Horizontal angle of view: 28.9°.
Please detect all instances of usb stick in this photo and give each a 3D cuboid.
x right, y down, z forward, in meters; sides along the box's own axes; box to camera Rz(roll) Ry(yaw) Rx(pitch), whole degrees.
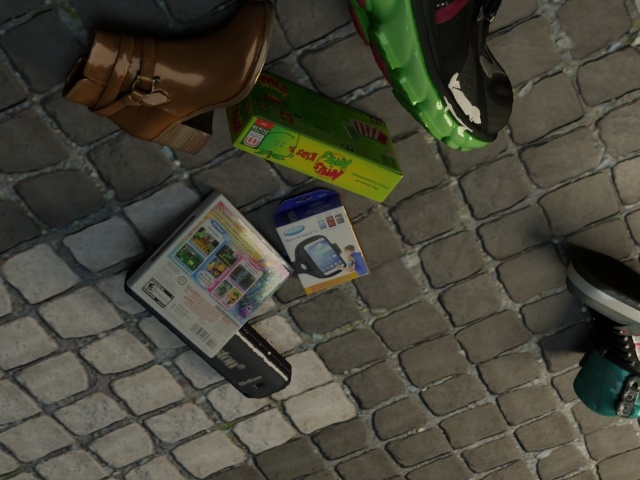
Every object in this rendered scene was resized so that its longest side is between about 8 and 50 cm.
[{"bbox_3d":[-0.129,0.106,1.481,0.077,0.045,0.278,-29,133,14],"label":"usb stick"}]

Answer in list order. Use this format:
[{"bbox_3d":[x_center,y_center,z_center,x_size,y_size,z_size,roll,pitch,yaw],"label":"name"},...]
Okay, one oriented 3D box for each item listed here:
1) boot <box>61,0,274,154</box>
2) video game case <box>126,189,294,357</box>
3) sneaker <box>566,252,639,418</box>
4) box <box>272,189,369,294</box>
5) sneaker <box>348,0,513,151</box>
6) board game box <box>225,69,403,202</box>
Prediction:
[{"bbox_3d":[-0.146,-0.174,1.191,0.152,0.073,0.197,22,122,-26],"label":"boot"},{"bbox_3d":[-0.121,0.040,1.398,0.143,0.019,0.157,-47,131,-5],"label":"video game case"},{"bbox_3d":[0.376,0.133,1.583,0.296,0.123,0.178,25,114,-34],"label":"sneaker"},{"bbox_3d":[0.000,0.000,1.423,0.081,0.028,0.136,-19,136,5],"label":"box"},{"bbox_3d":[0.117,-0.254,1.091,0.202,0.185,0.483,-26,143,2],"label":"sneaker"},{"bbox_3d":[-0.008,-0.109,1.269,0.181,0.092,0.043,20,125,-29],"label":"board game box"}]
